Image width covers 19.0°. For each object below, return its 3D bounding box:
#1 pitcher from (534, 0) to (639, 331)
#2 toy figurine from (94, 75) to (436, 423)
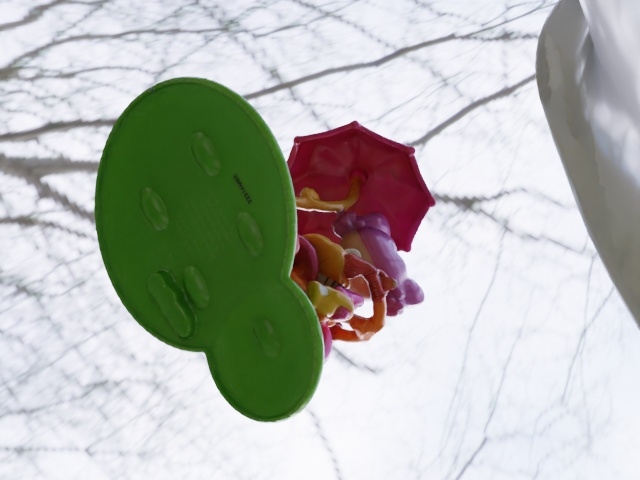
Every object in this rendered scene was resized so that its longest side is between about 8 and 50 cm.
[{"bbox_3d":[0.086,-0.085,0.365,0.125,0.207,0.177,-26,-112,-16],"label":"pitcher"},{"bbox_3d":[0.000,0.000,0.941,0.130,0.159,0.173,-45,-115,35],"label":"toy figurine"}]
